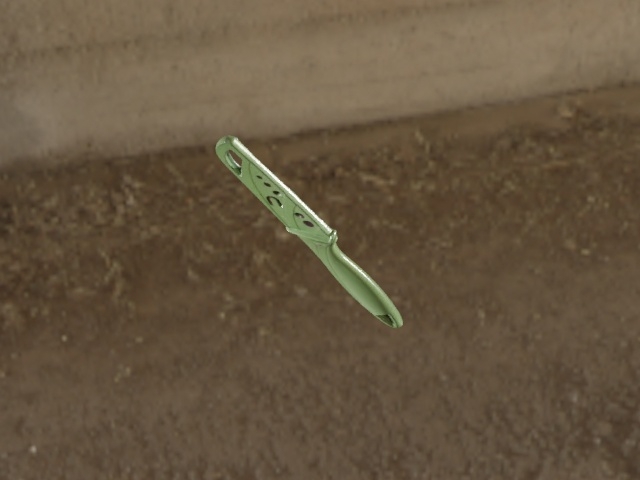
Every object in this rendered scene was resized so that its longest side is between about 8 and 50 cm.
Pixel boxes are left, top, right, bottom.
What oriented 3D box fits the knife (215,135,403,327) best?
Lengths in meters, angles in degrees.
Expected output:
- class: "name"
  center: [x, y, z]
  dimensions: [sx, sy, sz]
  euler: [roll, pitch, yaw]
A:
- class: "knife"
  center: [0.000, 0.000, 0.782]
  dimensions: [0.030, 0.207, 0.014]
  euler: [3, 60, 40]
